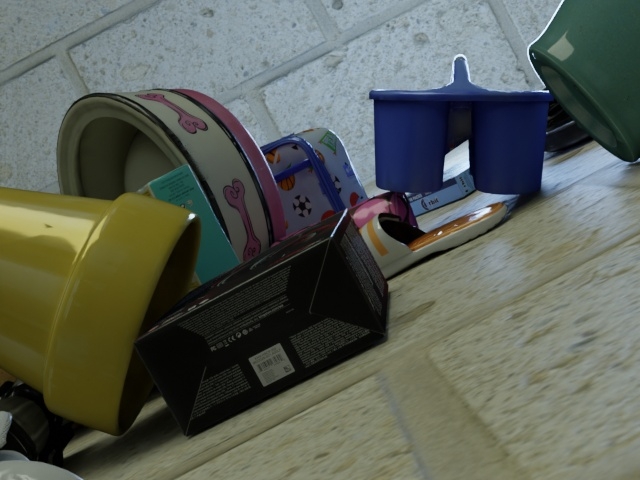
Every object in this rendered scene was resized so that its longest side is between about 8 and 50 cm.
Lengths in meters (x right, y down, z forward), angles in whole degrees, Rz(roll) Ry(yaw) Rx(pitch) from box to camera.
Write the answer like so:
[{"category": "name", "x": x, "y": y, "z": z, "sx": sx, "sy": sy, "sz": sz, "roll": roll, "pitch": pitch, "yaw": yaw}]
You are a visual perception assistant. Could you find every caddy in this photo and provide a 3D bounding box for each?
[{"category": "caddy", "x": 0.190, "y": -0.164, "z": 1.400, "sx": 0.241, "sy": 0.179, "sz": 0.341, "roll": 0, "pitch": 9, "yaw": 6}]

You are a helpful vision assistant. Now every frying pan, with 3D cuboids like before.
[{"category": "frying pan", "x": 0.452, "y": -0.212, "z": 1.695, "sx": 0.197, "sy": 0.053, "sz": 0.326, "roll": -25, "pitch": 3, "yaw": 31}]

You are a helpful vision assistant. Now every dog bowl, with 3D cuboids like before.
[{"category": "dog bowl", "x": -0.217, "y": -0.045, "z": 1.529, "sx": 0.150, "sy": 0.408, "sz": 0.408, "roll": -29, "pitch": 4, "yaw": -38}]

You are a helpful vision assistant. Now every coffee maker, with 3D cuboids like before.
[{"category": "coffee maker", "x": -0.362, "y": 0.229, "z": 1.131, "sx": 0.171, "sy": 0.120, "sz": 0.178, "roll": -28, "pitch": 4, "yaw": 8}]

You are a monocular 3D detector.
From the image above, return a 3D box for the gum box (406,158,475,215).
[{"category": "gum box", "x": 0.245, "y": -0.107, "z": 1.798, "sx": 0.184, "sy": 0.041, "sz": 0.157, "roll": -30, "pitch": 5, "yaw": -39}]

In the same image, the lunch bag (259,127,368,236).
[{"category": "lunch bag", "x": -0.065, "y": -0.047, "z": 1.690, "sx": 0.303, "sy": 0.243, "sz": 0.115, "roll": -23, "pitch": 6, "yaw": 40}]

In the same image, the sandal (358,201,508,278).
[{"category": "sandal", "x": 0.106, "y": -0.008, "z": 1.294, "sx": 0.265, "sy": 0.076, "sz": 0.102, "roll": -26, "pitch": 4, "yaw": 18}]

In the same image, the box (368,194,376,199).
[{"category": "box", "x": 0.000, "y": 0.000, "z": 1.954, "sx": 0.183, "sy": 0.056, "sz": 0.231, "roll": -26, "pitch": 5, "yaw": 33}]

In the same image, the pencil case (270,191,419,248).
[{"category": "pencil case", "x": 0.037, "y": 0.008, "z": 1.414, "sx": 0.209, "sy": 0.098, "sz": 0.095, "roll": -24, "pitch": 10, "yaw": 22}]

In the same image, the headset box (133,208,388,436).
[{"category": "headset box", "x": -0.047, "y": 0.072, "z": 1.080, "sx": 0.218, "sy": 0.110, "sz": 0.293, "roll": -28, "pitch": 5, "yaw": 8}]

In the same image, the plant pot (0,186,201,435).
[{"category": "plant pot", "x": -0.281, "y": 0.053, "z": 1.097, "sx": 0.254, "sy": 0.239, "sz": 0.254, "roll": 18, "pitch": -90, "yaw": -89}]

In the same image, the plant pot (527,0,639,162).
[{"category": "plant pot", "x": 0.389, "y": -0.237, "z": 1.171, "sx": 0.255, "sy": 0.271, "sz": 0.271, "roll": -42, "pitch": 3, "yaw": 6}]

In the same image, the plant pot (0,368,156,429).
[{"category": "plant pot", "x": -0.337, "y": 0.151, "z": 1.379, "sx": 0.254, "sy": 0.237, "sz": 0.237, "roll": -41, "pitch": 5, "yaw": -3}]

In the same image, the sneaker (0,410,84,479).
[{"category": "sneaker", "x": -0.220, "y": 0.185, "z": 0.653, "sx": 0.366, "sy": 0.137, "sz": 0.210, "roll": -29, "pitch": 6, "yaw": 33}]

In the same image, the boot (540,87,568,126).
[{"category": "boot", "x": 0.447, "y": -0.255, "z": 1.802, "sx": 0.263, "sy": 0.091, "sz": 0.229, "roll": -37, "pitch": -8, "yaw": 14}]

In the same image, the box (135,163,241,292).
[{"category": "box", "x": -0.148, "y": 0.029, "z": 1.305, "sx": 0.060, "sy": 0.244, "sz": 0.100, "roll": -29, "pitch": 6, "yaw": -20}]
